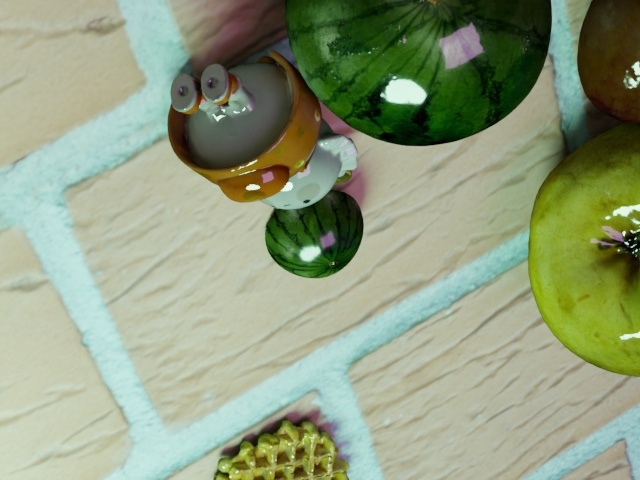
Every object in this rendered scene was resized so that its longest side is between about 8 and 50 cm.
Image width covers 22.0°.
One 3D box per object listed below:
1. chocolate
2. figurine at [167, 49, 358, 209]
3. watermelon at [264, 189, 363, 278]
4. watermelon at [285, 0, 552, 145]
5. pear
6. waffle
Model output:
[{"bbox_3d":[0.343,-0.198,1.699,0.177,0.177,0.176,-18,130,-22],"label":"chocolate"},{"bbox_3d":[-0.049,-0.100,1.544,0.143,0.143,0.271,-55,158,13],"label":"figurine"},{"bbox_3d":[0.000,0.000,1.682,0.106,0.062,0.105,-15,135,-16],"label":"watermelon"},{"bbox_3d":[0.086,-0.200,1.456,0.242,0.242,0.242,-18,130,-22],"label":"watermelon"},{"bbox_3d":[0.387,0.004,1.797,0.304,0.304,0.304,-18,130,-22],"label":"pear"},{"bbox_3d":[-0.049,0.287,1.876,0.191,0.038,0.191,-17,129,-23],"label":"waffle"}]
